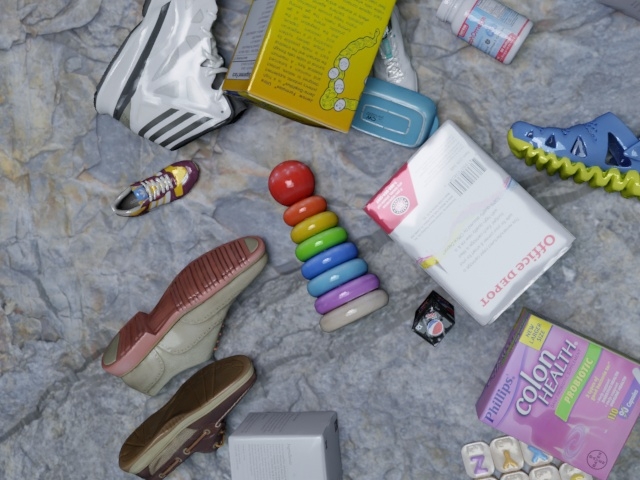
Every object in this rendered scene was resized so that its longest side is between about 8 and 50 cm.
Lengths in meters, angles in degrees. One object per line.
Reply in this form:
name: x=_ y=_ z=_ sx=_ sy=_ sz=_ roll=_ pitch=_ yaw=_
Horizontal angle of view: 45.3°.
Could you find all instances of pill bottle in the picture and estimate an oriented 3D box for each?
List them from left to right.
pill bottle: x=0.292 y=-0.390 z=1.371 sx=0.160 sy=0.087 sz=0.087 roll=32 pitch=100 yaw=7

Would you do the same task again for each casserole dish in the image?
casserole dish: x=0.124 y=-0.231 z=1.413 sx=0.188 sy=0.037 sz=0.114 roll=21 pitch=132 yaw=8

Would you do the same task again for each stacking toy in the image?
stacking toy: x=0.000 y=0.000 z=1.449 sx=0.141 sy=0.141 sz=0.330 roll=-27 pitch=83 yaw=11

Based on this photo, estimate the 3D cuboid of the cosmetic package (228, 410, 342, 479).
cosmetic package: x=-0.064 y=0.423 z=1.474 sx=0.184 sy=0.151 sz=0.151 roll=-3 pitch=95 yaw=12

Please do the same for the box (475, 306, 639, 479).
box: x=0.437 y=0.271 z=1.382 sx=0.243 sy=0.117 sz=0.213 roll=26 pitch=95 yaw=7

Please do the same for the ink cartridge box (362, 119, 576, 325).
ink cartridge box: x=0.263 y=-0.034 z=1.386 sx=0.306 sy=0.131 sz=0.226 roll=45 pitch=100 yaw=2

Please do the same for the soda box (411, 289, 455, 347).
soda box: x=0.206 y=0.139 z=1.391 sx=0.053 sy=0.169 sz=0.060 roll=38 pitch=100 yaw=3

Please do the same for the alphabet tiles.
alphabet tiles: x=0.385 y=0.509 z=1.468 sx=0.284 sy=0.021 sz=0.278 roll=-15 pitch=92 yaw=11

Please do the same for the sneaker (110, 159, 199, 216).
sneaker: x=-0.325 y=-0.098 z=1.509 sx=0.185 sy=0.084 sz=0.069 roll=-31 pitch=89 yaw=12

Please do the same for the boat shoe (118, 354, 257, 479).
boat shoe: x=-0.244 y=0.366 z=1.534 sx=0.342 sy=0.123 sz=0.123 roll=-42 pitch=117 yaw=6

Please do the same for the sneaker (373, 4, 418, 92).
sneaker: x=0.125 y=-0.340 z=1.402 sx=0.080 sy=0.094 sz=0.212 roll=-14 pitch=93 yaw=10

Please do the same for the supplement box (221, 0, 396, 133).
supplement box: x=-0.007 y=-0.389 z=1.327 sx=0.195 sy=0.194 sz=0.356 roll=18 pitch=95 yaw=-23

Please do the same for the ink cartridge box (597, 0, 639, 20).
ink cartridge box: x=0.637 y=-0.442 z=1.248 sx=0.270 sy=0.197 sz=0.198 roll=27 pitch=99 yaw=6

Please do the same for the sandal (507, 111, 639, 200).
sandal: x=0.487 y=-0.162 z=1.347 sx=0.317 sy=0.126 sz=0.138 roll=15 pitch=94 yaw=0

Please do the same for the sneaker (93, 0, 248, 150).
sneaker: x=-0.213 y=-0.371 z=1.449 sx=0.257 sy=0.169 sz=0.447 roll=32 pitch=105 yaw=-5

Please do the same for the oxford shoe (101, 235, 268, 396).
oxford shoe: x=-0.242 y=0.148 z=1.515 sx=0.397 sy=0.140 sz=0.146 roll=-39 pitch=118 yaw=6
